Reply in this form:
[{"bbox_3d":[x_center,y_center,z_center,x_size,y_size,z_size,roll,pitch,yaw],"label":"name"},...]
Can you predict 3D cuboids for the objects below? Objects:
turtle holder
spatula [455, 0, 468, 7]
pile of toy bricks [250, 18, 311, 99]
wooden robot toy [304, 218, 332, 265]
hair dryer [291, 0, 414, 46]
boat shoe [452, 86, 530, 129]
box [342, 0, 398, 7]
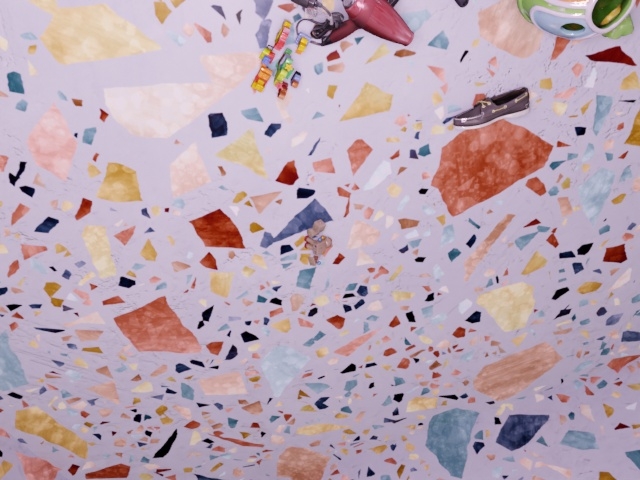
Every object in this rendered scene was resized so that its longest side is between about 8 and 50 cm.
[{"bbox_3d":[0.612,-0.575,1.276,0.243,0.228,0.320,-33,142,4],"label":"turtle holder"},{"bbox_3d":[0.279,-0.628,1.257,0.084,0.030,0.296,-43,143,20],"label":"spatula"},{"bbox_3d":[-0.096,-0.421,1.336,0.118,0.105,0.212,22,137,-20],"label":"pile of toy bricks"},{"bbox_3d":[0.000,0.000,1.715,0.079,0.076,0.174,-25,134,-35],"label":"wooden robot toy"},{"bbox_3d":[0.078,-0.518,1.262,0.293,0.223,0.080,16,87,6],"label":"hair dryer"},{"bbox_3d":[0.474,-0.369,1.506,0.227,0.081,0.069,-17,123,-5],"label":"boat shoe"},{"bbox_3d":[0.116,-0.675,1.195,0.293,0.073,0.295,23,121,-40],"label":"box"}]
